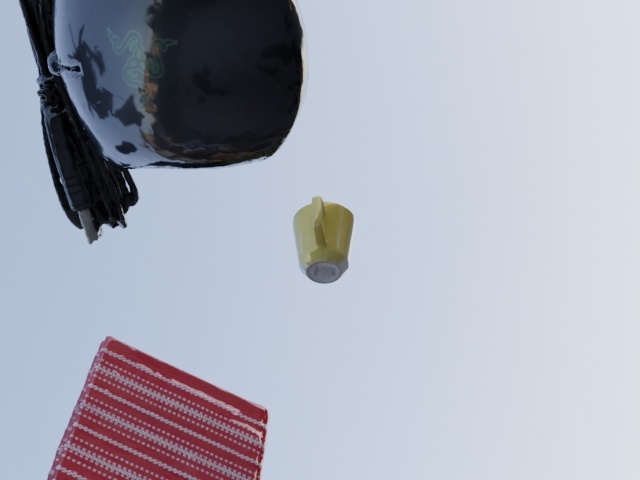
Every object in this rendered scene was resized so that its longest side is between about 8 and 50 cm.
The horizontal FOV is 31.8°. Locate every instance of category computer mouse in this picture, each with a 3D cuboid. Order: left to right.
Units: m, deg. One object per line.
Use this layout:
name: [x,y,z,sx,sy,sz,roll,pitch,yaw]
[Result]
computer mouse: [-0.106,-0.086,0.581,0.072,0.272,0.188,-19,-79,-32]

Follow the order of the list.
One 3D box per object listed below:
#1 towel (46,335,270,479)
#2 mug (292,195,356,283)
towel: [-0.149,0.211,1.072,0.199,0.275,0.031,26,-62,-10]
mug: [-0.001,0.003,1.073,0.062,0.064,0.078,-28,-49,29]
